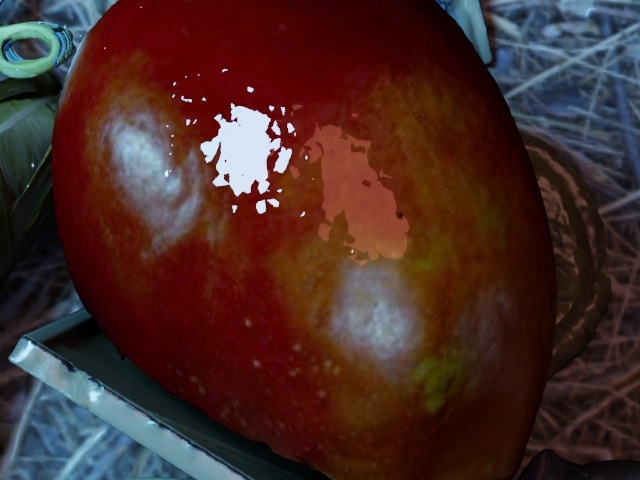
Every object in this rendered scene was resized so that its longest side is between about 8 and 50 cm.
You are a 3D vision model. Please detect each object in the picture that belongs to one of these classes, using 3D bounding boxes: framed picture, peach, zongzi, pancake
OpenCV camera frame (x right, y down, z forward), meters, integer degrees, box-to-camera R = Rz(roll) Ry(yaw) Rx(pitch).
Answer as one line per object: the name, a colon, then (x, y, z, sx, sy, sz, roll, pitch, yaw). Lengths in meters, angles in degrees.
framed picture: (-0.027, 0.125, 0.953, 0.289, 0.211, 0.020, 33, 94, 1)
peach: (0.000, 0.000, 0.956, 0.281, 0.281, 0.338, -20, 80, -18)
zongzi: (-0.198, 0.026, 1.000, 0.247, 0.111, 0.241, -26, 75, -26)
pancake: (0.104, 0.010, 1.119, 0.199, 0.021, 0.199, 4, 70, -11)

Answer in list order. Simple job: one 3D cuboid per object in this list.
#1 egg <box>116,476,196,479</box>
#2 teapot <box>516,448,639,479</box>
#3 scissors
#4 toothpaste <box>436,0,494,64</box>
egg: (-0.058, 0.232, 0.910, 0.253, 0.186, 0.186, 43, 67, 4)
teapot: (0.176, 0.196, 1.033, 0.146, 0.148, 0.116, 19, 30, 8)
scissors: (-0.218, -0.140, 1.049, 0.133, 0.020, 0.187, -8, 33, -1)
toothpaste: (-0.008, -0.128, 1.138, 0.268, 0.047, 0.069, -15, 61, -21)
